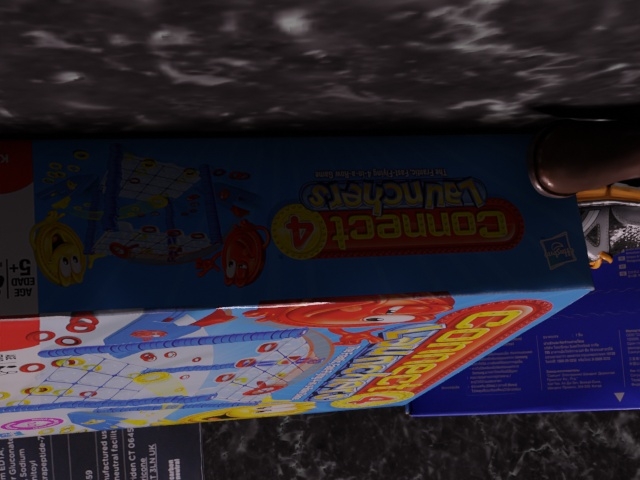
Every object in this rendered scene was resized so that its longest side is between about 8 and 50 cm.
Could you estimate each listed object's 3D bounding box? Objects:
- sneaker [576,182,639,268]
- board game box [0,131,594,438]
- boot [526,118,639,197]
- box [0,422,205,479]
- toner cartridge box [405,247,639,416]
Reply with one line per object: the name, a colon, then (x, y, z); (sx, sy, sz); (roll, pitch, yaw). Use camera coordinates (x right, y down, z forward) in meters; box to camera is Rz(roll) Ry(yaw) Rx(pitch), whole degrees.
sneaker: (0.159, 0.005, 0.769); (0.215, 0.083, 0.084); (-7, 172, 19)
board game box: (-0.051, 0.039, 0.621); (0.302, 0.086, 0.308); (-2, 161, -15)
boot: (0.165, -0.047, 0.475); (0.106, 0.037, 0.114); (-16, -173, -40)
box: (-0.390, 0.263, 1.332); (0.472, 0.297, 0.480); (-5, -168, -10)
toner cartridge box: (0.233, 0.047, 0.827); (0.348, 0.165, 0.075); (-6, 174, 26)
